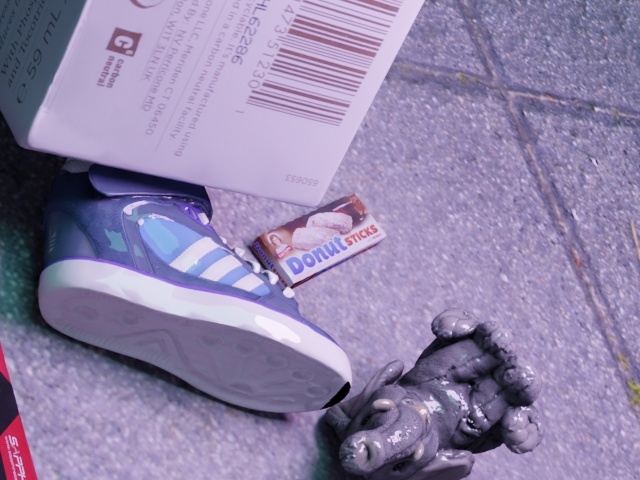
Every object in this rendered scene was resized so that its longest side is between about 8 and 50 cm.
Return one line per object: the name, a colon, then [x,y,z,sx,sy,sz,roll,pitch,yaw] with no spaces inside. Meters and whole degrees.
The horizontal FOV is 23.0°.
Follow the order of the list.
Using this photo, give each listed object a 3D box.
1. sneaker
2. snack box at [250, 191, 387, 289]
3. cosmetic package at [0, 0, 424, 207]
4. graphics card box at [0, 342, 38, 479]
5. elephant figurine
sneaker: [-0.109,0.012,1.511,0.322,0.130,0.236,21,48,-19]
snack box: [0.000,0.000,1.704,0.064,0.022,0.178,53,39,9]
cosmetic package: [-0.140,-0.287,1.508,0.327,0.329,0.394,10,27,-34]
graphics card box: [-0.373,0.095,1.128,0.371,0.094,0.233,31,29,-51]
elephant figurine: [0.084,0.178,1.527,0.239,0.186,0.169,-29,39,-25]
